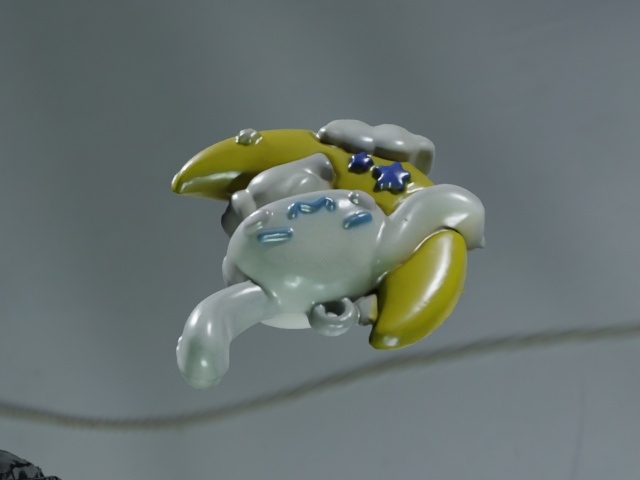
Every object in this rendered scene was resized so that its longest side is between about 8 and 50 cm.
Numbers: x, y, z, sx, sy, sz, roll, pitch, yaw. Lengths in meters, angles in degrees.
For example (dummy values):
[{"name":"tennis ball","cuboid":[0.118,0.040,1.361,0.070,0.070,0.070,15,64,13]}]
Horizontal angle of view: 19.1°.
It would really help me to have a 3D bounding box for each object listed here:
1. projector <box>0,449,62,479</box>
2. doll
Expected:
[{"name":"projector","cuboid":[-0.336,0.242,0.913,0.395,0.242,0.405,23,89,9]},{"name":"doll","cuboid":[0.000,0.000,1.408,0.252,0.111,0.237,-6,48,-14]}]
